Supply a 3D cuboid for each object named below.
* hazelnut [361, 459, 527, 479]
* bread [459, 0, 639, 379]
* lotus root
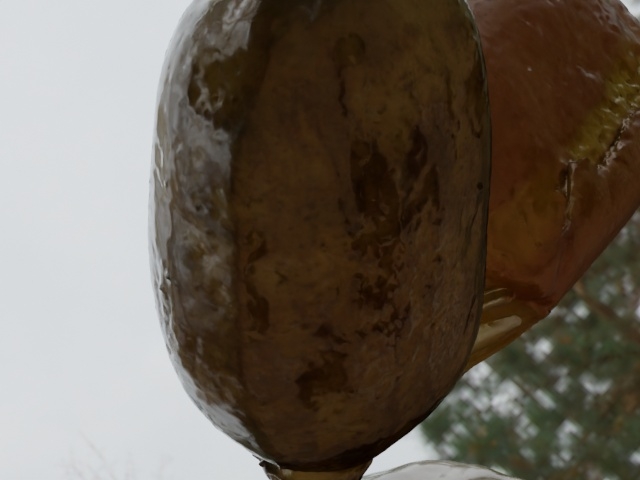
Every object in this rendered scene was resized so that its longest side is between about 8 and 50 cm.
[{"bbox_3d":[0.073,0.257,0.848,0.261,0.261,0.241,-36,-58,-20],"label":"hazelnut"},{"bbox_3d":[0.110,-0.055,0.847,0.156,0.204,0.288,-26,13,42],"label":"bread"},{"bbox_3d":[0.000,0.000,0.549,0.145,0.128,0.260,-47,-37,-50],"label":"lotus root"}]
